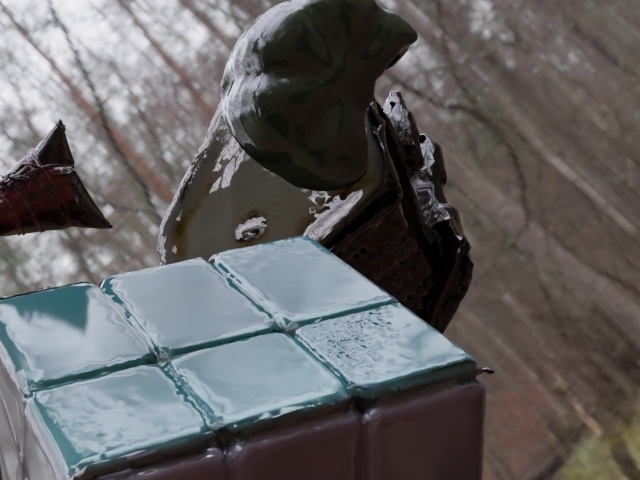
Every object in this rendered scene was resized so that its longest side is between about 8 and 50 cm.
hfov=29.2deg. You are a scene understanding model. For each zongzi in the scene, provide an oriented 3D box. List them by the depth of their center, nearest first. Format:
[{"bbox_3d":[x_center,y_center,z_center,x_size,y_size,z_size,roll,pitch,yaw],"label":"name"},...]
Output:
[{"bbox_3d":[-0.179,-0.041,0.790,0.083,0.073,0.067,-5,4,-7],"label":"zongzi"}]

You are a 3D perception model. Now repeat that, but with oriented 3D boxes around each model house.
[{"bbox_3d":[0.000,0.000,1.245,0.297,0.317,0.282,-28,-37,13],"label":"model house"}]

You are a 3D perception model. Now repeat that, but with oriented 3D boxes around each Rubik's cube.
[{"bbox_3d":[-0.054,0.147,0.707,0.225,0.231,0.221,-11,-67,-23],"label":"Rubik's cube"}]

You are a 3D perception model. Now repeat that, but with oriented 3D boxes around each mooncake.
[{"bbox_3d":[0.005,-0.129,1.036,0.168,0.175,0.104,-8,1,-24],"label":"mooncake"}]
